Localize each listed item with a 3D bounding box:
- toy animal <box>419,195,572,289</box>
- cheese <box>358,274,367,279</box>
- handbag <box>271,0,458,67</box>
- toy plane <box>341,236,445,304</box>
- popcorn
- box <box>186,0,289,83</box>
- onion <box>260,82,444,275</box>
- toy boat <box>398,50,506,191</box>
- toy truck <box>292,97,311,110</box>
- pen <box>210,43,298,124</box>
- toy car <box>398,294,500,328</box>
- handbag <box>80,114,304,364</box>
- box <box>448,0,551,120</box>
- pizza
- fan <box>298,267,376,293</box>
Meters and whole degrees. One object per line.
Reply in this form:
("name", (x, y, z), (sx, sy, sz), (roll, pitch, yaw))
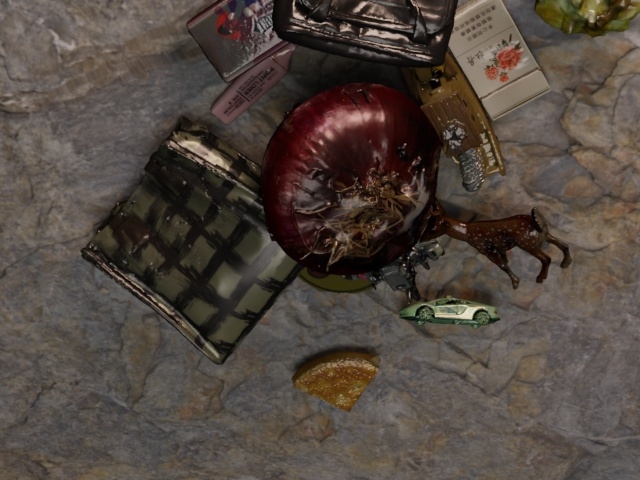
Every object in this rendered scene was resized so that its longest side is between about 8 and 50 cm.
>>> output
("toy animal", (0.287, -0.018, 1.907), (0.243, 0.087, 0.260), (-17, 132, 34))
("cheese", (0.079, 0.026, 1.973), (0.145, 0.038, 0.095), (28, 119, -21))
("handbag", (0.079, -0.386, 1.623), (0.275, 0.088, 0.244), (10, 97, -15))
("toy plane", (0.137, 0.057, 1.925), (0.192, 0.088, 0.262), (-14, 139, 16))
("popcorn", (0.404, -0.387, 1.615), (0.197, 0.212, 0.198), (-10, 119, -20))
("box", (-0.085, -0.349, 1.707), (0.224, 0.069, 0.120), (-32, 105, 18))
("onion", (0.045, -0.103, 1.714), (0.313, 0.232, 0.314), (-13, 124, -21))
("toy boat", (0.204, -0.212, 1.779), (0.089, 0.121, 0.321), (-22, 122, 21))
("toy truck", (0.053, -0.182, 1.832), (0.201, 0.074, 0.088), (2, 133, -2))
("pen", (-0.100, -0.262, 1.795), (0.053, 0.032, 0.197), (38, 118, -22))
("toy car", (0.236, 0.129, 2.035), (0.186, 0.093, 0.058), (3, 81, -1))
("handbag", (-0.192, -0.002, 1.888), (0.327, 0.162, 0.325), (37, 113, -8))
("box", (0.279, -0.296, 1.776), (0.109, 0.029, 0.198), (-27, 119, 17))
("pizza", (0.032, 0.269, 2.144), (0.175, 0.046, 0.134), (-5, 123, 3))
("fan", (0.000, -0.001, 1.984), (0.334, 0.011, 0.230), (5, 124, -6))
